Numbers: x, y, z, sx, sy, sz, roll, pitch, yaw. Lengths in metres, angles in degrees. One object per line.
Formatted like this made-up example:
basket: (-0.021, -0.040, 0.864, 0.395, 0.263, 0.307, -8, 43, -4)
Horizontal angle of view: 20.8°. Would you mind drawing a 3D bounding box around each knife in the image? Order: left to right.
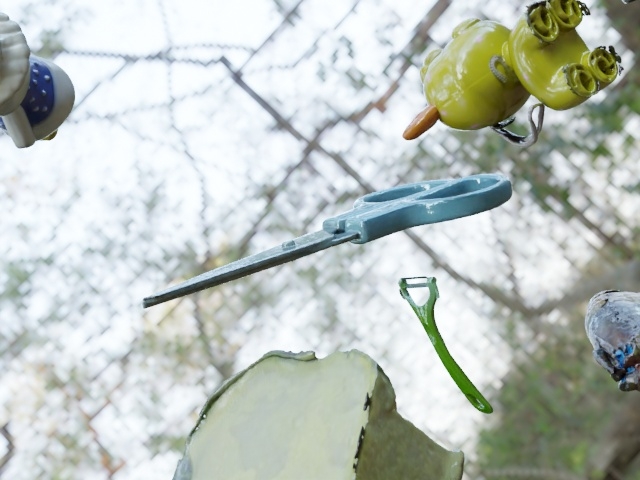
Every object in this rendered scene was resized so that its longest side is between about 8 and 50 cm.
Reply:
knife: (0.128, 0.110, 1.781, 0.022, 0.166, 0.078, -31, 11, -20)

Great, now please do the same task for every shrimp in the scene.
shrimp: (0.335, 0.098, 1.513, 0.290, 0.222, 0.054, -33, -45, -74)

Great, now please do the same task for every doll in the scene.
doll: (-0.357, -0.179, 1.975, 0.119, 0.138, 0.293, -6, -10, 7)
doll: (0.174, -0.155, 1.687, 0.221, 0.135, 0.143, -29, 5, 46)

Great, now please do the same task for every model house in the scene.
model house: (0.020, 0.302, 2.098, 0.321, 0.266, 0.261, -14, 50, 41)

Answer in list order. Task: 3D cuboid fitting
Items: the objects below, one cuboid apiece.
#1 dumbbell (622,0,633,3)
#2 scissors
dumbbell: (0.407, -0.280, 2.101, 0.069, 0.147, 0.069, -28, 8, 5)
scissors: (0.000, 0.000, 1.768, 0.447, 0.029, 0.192, -20, 12, -38)
